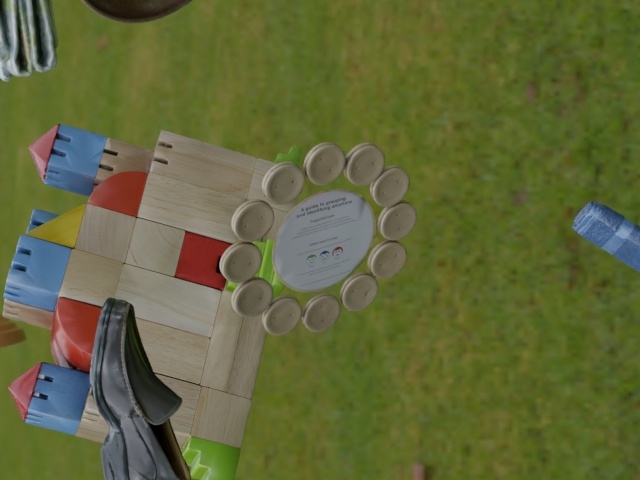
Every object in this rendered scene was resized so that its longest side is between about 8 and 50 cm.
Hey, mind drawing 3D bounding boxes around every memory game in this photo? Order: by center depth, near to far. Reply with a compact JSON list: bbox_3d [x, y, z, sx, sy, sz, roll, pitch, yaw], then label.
[{"bbox_3d":[0.000,0.000,1.258,0.012,0.186,0.186,46,132,48],"label":"memory game"}]

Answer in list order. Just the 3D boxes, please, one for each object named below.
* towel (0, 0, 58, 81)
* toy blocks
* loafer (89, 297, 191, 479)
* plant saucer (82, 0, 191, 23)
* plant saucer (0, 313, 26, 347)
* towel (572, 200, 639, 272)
[{"bbox_3d":[-0.411,-0.379,1.673,0.374,0.090,0.320,42,150,45],"label":"towel"},{"bbox_3d":[-0.178,0.042,1.424,0.191,0.261,0.381,123,161,-64],"label":"toy blocks"},{"bbox_3d":[-0.131,0.115,1.113,0.062,0.061,0.170,-76,-15,-54],"label":"loafer"},{"bbox_3d":[-0.107,-0.239,0.979,0.036,0.198,0.198,31,123,29],"label":"plant saucer"},{"bbox_3d":[-0.398,0.108,1.519,0.200,0.200,0.037,164,93,-71],"label":"plant saucer"},{"bbox_3d":[0.378,-0.005,1.888,0.029,0.119,0.067,-56,-2,-28],"label":"towel"}]
